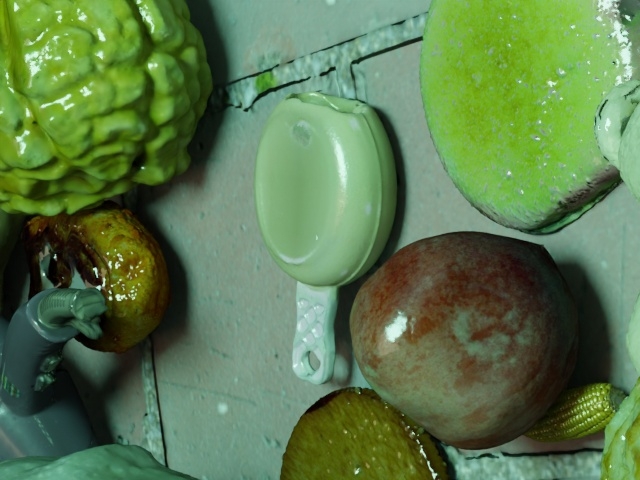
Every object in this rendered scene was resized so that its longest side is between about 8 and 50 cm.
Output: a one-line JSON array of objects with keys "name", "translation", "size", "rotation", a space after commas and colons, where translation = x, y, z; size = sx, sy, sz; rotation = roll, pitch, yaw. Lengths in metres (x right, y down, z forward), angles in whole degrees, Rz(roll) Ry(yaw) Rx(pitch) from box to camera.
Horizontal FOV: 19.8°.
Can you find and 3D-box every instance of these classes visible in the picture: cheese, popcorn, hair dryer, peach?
[{"name": "cheese", "translation": [0.000, 0.000, 1.435], "size": [0.137, 0.064, 0.227], "rotation": [16, 107, 51]}, {"name": "popcorn", "translation": [-0.222, -0.145, 1.572], "size": [0.258, 0.224, 0.270], "rotation": [37, 113, 48]}, {"name": "hair dryer", "translation": [-0.227, 0.142, 1.601], "size": [0.301, 0.121, 0.361], "rotation": [51, 152, 15]}, {"name": "peach", "translation": [0.103, 0.057, 1.250], "size": [0.152, 0.152, 0.152], "rotation": [7, 99, 51]}]

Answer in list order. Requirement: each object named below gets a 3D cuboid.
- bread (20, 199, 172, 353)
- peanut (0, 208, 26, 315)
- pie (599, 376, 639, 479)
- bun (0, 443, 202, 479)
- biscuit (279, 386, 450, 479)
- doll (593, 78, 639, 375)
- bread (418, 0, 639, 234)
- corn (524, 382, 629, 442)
[{"name": "bread", "translation": [-0.211, 0.032, 1.689], "size": [0.269, 0.095, 0.139], "rotation": [178, 91, -66]}, {"name": "peanut", "translation": [-0.383, 0.017, 1.828], "size": [0.169, 0.192, 0.387], "rotation": [26, 109, 10]}, {"name": "pie", "translation": [0.264, 0.139, 1.080], "size": [0.248, 0.090, 0.201], "rotation": [-44, 43, 29]}, {"name": "bun", "translation": [-0.159, 0.298, 1.479], "size": [0.362, 0.362, 0.211], "rotation": [-31, 33, 48]}, {"name": "biscuit", "translation": [0.027, 0.179, 1.446], "size": [0.206, 0.025, 0.126], "rotation": [-31, 70, 48]}, {"name": "doll", "translation": [0.250, 0.008, 1.003], "size": [0.149, 0.175, 0.278], "rotation": [65, -165, -68]}, {"name": "bread", "translation": [0.143, -0.118, 1.268], "size": [0.228, 0.033, 0.228], "rotation": [4, 96, 50]}, {"name": "corn", "translation": [0.171, 0.118, 1.254], "size": [0.092, 0.037, 0.037], "rotation": [-21, 77, 49]}]
